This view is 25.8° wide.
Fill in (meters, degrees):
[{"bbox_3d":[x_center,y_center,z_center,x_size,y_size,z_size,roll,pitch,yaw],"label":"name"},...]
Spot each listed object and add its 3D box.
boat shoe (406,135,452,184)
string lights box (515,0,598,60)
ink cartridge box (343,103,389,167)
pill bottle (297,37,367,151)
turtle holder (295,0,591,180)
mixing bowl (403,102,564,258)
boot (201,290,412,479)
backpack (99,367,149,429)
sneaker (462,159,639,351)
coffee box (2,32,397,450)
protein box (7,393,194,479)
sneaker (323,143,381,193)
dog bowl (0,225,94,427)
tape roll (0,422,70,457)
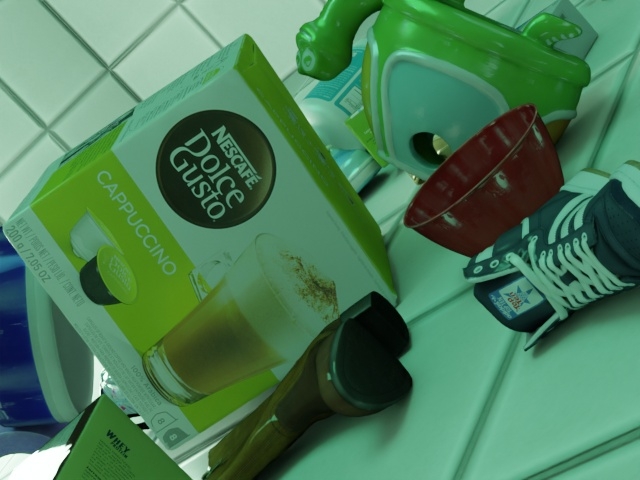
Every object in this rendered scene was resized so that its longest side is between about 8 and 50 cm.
[{"bbox_3d":[0.163,-0.118,1.882,0.063,0.059,0.170,-28,-2,-24],"label":"boat shoe"},{"bbox_3d":[0.243,-0.216,1.908,0.259,0.077,0.133,-32,16,47],"label":"string lights box"},{"bbox_3d":[0.177,-0.243,2.141,0.255,0.097,0.189,-40,5,23],"label":"ink cartridge box"},{"bbox_3d":[0.046,-0.226,2.453,0.264,0.146,0.146,-49,12,-28],"label":"pill bottle"},{"bbox_3d":[0.138,-0.189,1.605,0.243,0.320,0.227,-114,45,-72],"label":"turtle holder"},{"bbox_3d":[0.184,-0.045,1.437,0.181,0.098,0.181,-42,11,10],"label":"mixing bowl"},{"bbox_3d":[-0.041,0.183,1.412,0.280,0.096,0.264,-42,12,14],"label":"boot"},{"bbox_3d":[-0.242,0.195,2.023,0.152,0.115,0.182,-46,14,-25],"label":"backpack"},{"bbox_3d":[0.207,0.019,1.120,0.153,0.099,0.282,-39,4,-1],"label":"sneaker"},{"bbox_3d":[-0.135,-0.015,1.734,0.334,0.338,0.338,-33,12,8],"label":"coffee box"},{"bbox_3d":[-0.204,0.292,1.311,0.136,0.200,0.201,-40,12,18],"label":"protein box"},{"bbox_3d":[-0.041,-0.134,2.260,0.127,0.208,0.319,-45,10,-25],"label":"sneaker"},{"bbox_3d":[-0.371,0.108,1.810,0.104,0.265,0.265,-7,15,1],"label":"dog bowl"},{"bbox_3d":[-0.392,0.327,1.875,0.189,0.189,0.080,-42,11,12],"label":"tape roll"}]
